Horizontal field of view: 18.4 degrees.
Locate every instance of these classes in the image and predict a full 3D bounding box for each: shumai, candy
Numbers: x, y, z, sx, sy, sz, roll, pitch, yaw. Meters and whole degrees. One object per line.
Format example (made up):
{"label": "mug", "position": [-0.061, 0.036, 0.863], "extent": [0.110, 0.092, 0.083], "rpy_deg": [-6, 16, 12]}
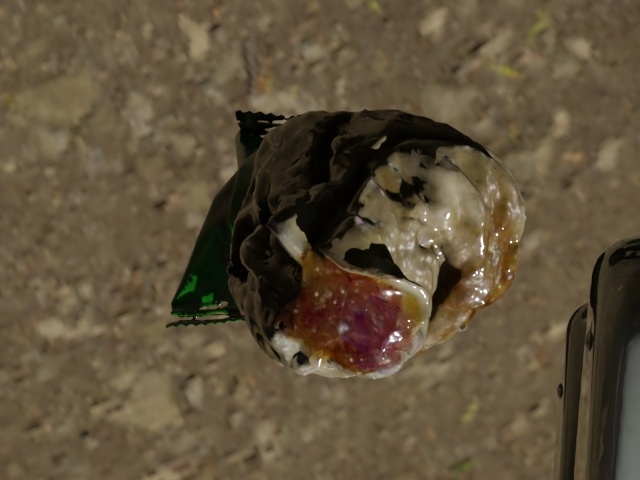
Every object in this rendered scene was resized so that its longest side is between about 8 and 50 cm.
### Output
{"label": "shumai", "position": [0.002, -0.003, 1.300], "extent": [0.185, 0.218, 0.184], "rpy_deg": [6, 100, -58]}
{"label": "candy", "position": [-0.040, -0.021, 1.571], "extent": [0.141, 0.203, 0.078], "rpy_deg": [-11, 141, 41]}

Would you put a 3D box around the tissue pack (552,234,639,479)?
{"label": "tissue pack", "position": [0.221, 0.115, 0.859], "extent": [0.236, 0.229, 0.333], "rpy_deg": [5, 171, 5]}
